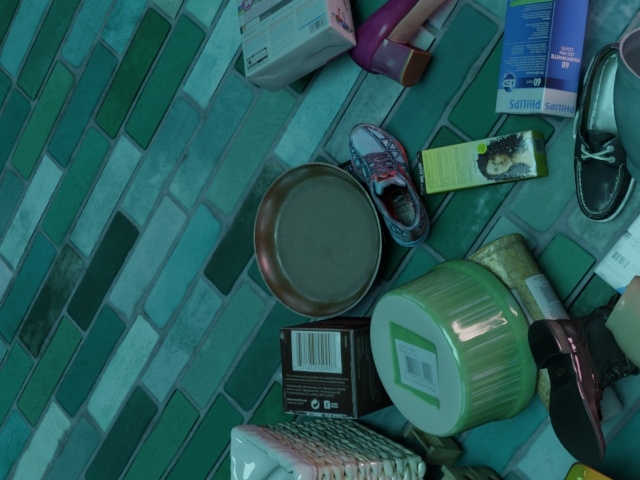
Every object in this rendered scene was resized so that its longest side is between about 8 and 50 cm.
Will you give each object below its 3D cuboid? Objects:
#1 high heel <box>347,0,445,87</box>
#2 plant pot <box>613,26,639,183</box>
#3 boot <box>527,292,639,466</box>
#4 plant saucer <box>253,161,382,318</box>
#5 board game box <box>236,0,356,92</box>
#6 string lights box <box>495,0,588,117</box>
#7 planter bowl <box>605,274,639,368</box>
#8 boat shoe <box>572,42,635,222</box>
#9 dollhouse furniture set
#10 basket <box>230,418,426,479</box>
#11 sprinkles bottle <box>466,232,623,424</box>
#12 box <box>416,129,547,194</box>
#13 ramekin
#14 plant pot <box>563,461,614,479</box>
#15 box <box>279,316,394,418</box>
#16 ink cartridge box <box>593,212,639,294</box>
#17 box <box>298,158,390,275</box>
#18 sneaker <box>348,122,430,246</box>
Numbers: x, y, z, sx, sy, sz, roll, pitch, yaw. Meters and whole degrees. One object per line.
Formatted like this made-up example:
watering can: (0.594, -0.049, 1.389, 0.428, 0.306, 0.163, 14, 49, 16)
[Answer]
high heel: (0.171, -0.486, 1.764, 0.181, 0.127, 0.377, 37, 107, 34)
plant pot: (0.576, -0.179, 1.430, 0.293, 0.293, 0.196, 31, 136, 29)
boot: (0.469, 0.215, 1.525, 0.091, 0.229, 0.262, -38, 62, 57)
plant saucer: (0.000, 0.000, 1.882, 0.311, 0.050, 0.310, 1, 92, 35)
board game box: (-0.057, -0.481, 1.879, 0.224, 0.098, 0.303, -23, 63, 33)
string lights box: (0.381, -0.344, 1.620, 0.133, 0.077, 0.259, 17, 103, 62)
planter bowl: (0.517, 0.121, 1.477, 0.109, 0.162, 0.162, 31, 109, 21)
boat shoe: (0.474, -0.180, 1.584, 0.114, 0.091, 0.302, 6, 95, 34)
dollhouse furniture set: (0.233, 0.451, 1.769, 0.129, 0.129, 0.183, -62, 37, 20)
basket: (0.001, 0.523, 1.762, 0.331, 0.267, 0.328, 7, 97, 62)
sprinkles bottle: (0.384, 0.164, 1.640, 0.121, 0.121, 0.355, -36, 72, 29)
box: (0.293, -0.140, 1.728, 0.232, 0.058, 0.087, -10, 86, 34)
ramekin: (0.220, 0.196, 1.658, 0.303, 0.148, 0.303, 36, 136, 46)
plant pot: (0.450, 0.476, 1.517, 0.212, 0.187, 0.212, 25, 72, 31)
box: (0.048, 0.239, 1.818, 0.169, 0.203, 0.166, -2, 91, 34)
ink cartridge box: (0.553, 0.013, 1.556, 0.104, 0.060, 0.180, 44, 114, 23)
box: (0.033, -0.045, 1.913, 0.184, 0.045, 0.190, -22, 79, 31)
sneaker: (0.133, -0.119, 1.784, 0.104, 0.125, 0.261, -29, 78, 3)
